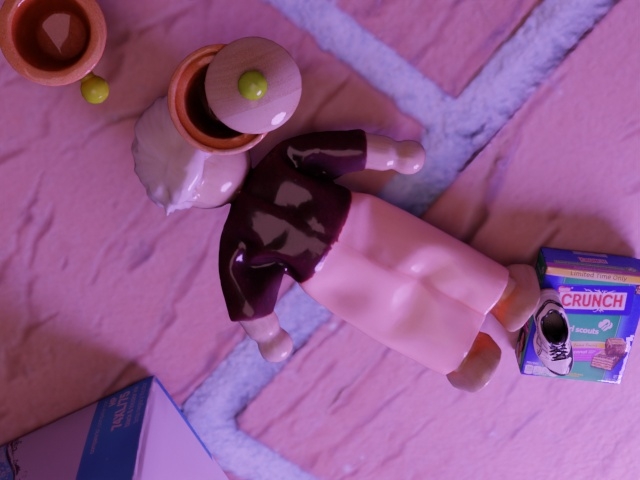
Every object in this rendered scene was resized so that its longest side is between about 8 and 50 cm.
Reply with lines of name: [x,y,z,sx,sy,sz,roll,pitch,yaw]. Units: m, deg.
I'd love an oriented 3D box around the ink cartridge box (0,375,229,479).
ink cartridge box: [-0.219,0.291,0.901,0.270,0.197,0.198,-25,114,9]

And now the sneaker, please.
sneaker: [0.192,0.082,0.861,0.032,0.037,0.083,-16,115,8]

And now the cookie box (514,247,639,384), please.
cookie box: [0.223,0.065,0.896,0.092,0.040,0.107,6,114,-3]

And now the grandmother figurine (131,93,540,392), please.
grandmother figurine: [0.000,0.000,0.831,0.342,0.104,0.207,32,83,-13]

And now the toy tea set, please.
toy tea set: [-0.158,-0.183,0.680,0.336,0.124,0.200,23,95,-6]
